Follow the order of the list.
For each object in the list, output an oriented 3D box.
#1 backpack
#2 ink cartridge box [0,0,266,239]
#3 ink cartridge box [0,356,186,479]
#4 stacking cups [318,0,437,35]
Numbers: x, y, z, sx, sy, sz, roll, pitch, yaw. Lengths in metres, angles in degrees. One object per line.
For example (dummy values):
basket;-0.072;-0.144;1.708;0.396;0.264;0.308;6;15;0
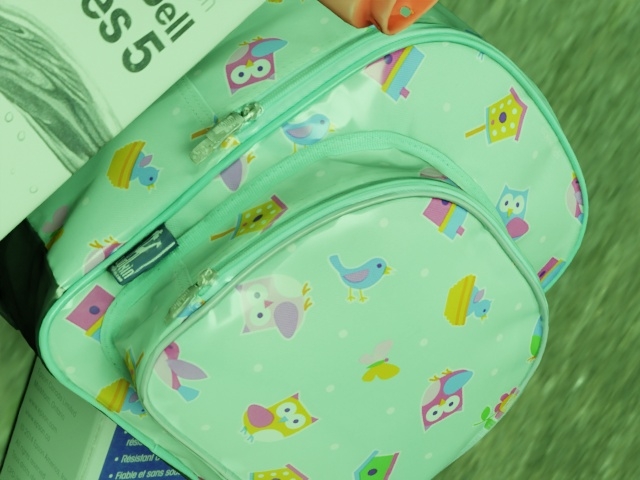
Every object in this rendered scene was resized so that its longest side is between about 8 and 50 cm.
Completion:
backpack;0.000;0.000;0.673;0.188;0.144;0.166;-47;130;-4
ink cartridge box;-0.155;-0.093;0.587;0.273;0.115;0.198;-43;137;-6
ink cartridge box;-0.045;0.071;0.839;0.165;0.065;0.332;2;119;-40
stacking cups;-0.091;-0.164;0.439;0.096;0.316;0.096;-47;169;-12
